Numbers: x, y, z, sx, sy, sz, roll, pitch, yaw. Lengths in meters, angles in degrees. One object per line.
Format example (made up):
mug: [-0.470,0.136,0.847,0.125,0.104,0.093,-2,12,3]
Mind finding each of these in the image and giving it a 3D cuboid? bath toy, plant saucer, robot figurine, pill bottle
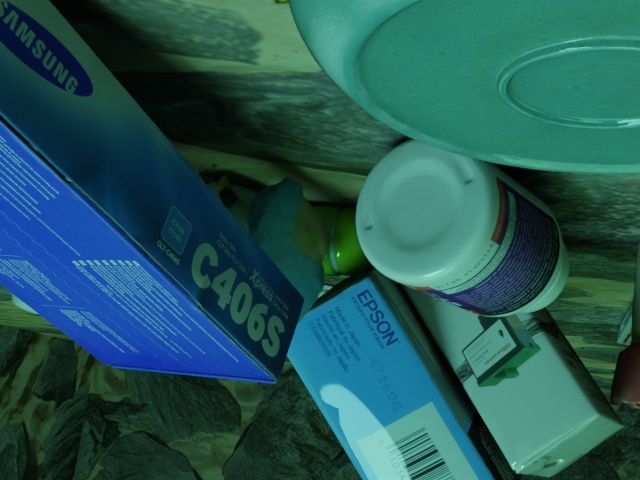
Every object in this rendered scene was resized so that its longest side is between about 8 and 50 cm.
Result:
bath toy: [-0.165,0.002,0.830,0.348,0.151,0.129,2,129,33]
plant saucer: [0.138,-0.089,0.431,0.318,0.043,0.317,6,168,1]
robot figurine: [0.000,0.000,0.850,0.115,0.067,0.101,2,-166,22]
pill bottle: [0.120,0.000,0.685,0.108,0.108,0.193,-2,165,35]

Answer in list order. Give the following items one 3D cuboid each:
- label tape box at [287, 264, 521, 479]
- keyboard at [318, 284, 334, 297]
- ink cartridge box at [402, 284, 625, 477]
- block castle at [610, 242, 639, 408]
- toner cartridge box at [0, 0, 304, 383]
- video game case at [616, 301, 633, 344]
label tape box: [0.105,0.139,0.939,0.115,0.249,0.348,-33,178,17]
keyboard: [0.014,0.076,1.328,0.256,0.014,0.072,11,162,-18]
ink cartridge box: [0.180,0.103,0.845,0.093,0.219,0.160,-37,153,13]
block castle: [0.476,0.095,0.681,0.303,0.212,0.453,11,167,-18]
toner cartridge box: [-0.162,-0.022,0.567,0.165,0.075,0.348,-1,146,29]
video game case: [0.519,0.121,1.213,0.204,0.025,0.285,4,168,15]
